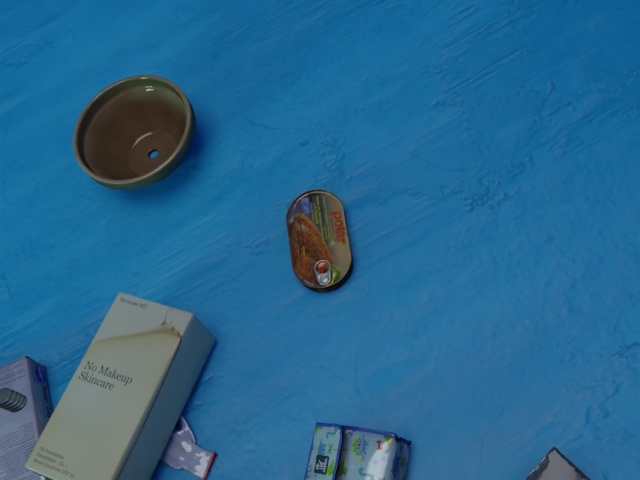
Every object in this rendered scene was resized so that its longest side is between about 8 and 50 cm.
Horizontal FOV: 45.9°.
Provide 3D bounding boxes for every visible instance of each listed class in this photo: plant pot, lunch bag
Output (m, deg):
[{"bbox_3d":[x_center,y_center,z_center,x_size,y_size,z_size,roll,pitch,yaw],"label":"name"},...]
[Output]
[{"bbox_3d":[-0.341,-0.189,1.449,0.237,0.110,0.237,-5,64,11],"label":"plant pot"},{"bbox_3d":[0.047,0.344,1.131,0.151,0.096,0.129,2,68,30],"label":"lunch bag"}]

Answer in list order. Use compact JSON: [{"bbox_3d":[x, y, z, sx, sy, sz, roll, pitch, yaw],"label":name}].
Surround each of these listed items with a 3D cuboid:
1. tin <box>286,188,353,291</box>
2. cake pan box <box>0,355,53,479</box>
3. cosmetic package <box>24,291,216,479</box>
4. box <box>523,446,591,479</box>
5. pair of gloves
[{"bbox_3d":[0.000,0.000,1.325,0.106,0.040,0.190,-13,64,12],"label":"tin"},{"bbox_3d":[-0.581,0.360,1.282,0.267,0.070,0.246,-24,61,2],"label":"cake pan box"},{"bbox_3d":[-0.314,0.256,1.222,0.160,0.113,0.309,12,65,22],"label":"cosmetic package"},{"bbox_3d":[0.293,0.375,1.017,0.156,0.158,0.093,-45,64,-8],"label":"box"},{"bbox_3d":[-0.262,0.376,1.224,0.159,0.023,0.198,21,73,21],"label":"pair of gloves"}]
